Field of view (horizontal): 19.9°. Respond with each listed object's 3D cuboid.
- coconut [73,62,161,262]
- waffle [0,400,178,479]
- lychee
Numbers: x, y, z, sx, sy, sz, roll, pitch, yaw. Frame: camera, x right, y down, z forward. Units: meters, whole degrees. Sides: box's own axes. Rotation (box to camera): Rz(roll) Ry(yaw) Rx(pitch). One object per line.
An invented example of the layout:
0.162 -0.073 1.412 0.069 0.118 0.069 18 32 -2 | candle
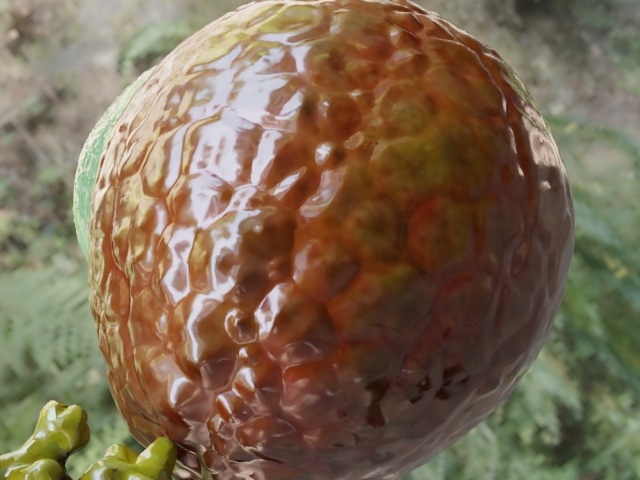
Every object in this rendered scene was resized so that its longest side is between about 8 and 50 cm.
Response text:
-0.067 -0.052 1.788 0.328 0.281 0.328 4 -12 1 | coconut
-0.191 0.202 0.835 0.259 0.293 0.069 1 22 4 | waffle
0.000 0.000 0.899 0.255 0.255 0.300 -35 17 16 | lychee
